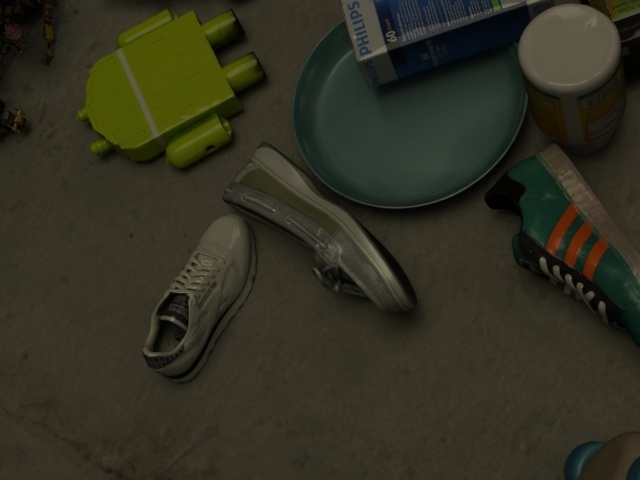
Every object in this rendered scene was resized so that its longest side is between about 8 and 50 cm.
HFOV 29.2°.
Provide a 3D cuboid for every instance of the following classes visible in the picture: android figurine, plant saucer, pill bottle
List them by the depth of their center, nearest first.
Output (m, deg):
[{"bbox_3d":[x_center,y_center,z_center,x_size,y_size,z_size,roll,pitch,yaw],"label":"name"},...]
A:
[{"bbox_3d":[0.307,-0.185,1.480,0.118,0.208,0.117,-6,68,15],"label":"pill bottle"},{"bbox_3d":[0.119,-0.182,1.630,0.318,0.044,0.317,-6,67,15],"label":"plant saucer"},{"bbox_3d":[-0.218,-0.215,1.738,0.273,0.056,0.248,-30,64,3],"label":"android figurine"}]

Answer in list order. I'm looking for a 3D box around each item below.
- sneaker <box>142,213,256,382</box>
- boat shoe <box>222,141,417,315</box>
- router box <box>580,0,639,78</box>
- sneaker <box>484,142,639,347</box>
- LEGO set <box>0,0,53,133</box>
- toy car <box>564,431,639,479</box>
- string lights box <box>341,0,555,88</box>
[{"bbox_3d":[-0.155,0.066,1.585,0.090,0.095,0.235,14,72,23],"label":"sneaker"},{"bbox_3d":[-0.002,-0.002,1.559,0.103,0.118,0.320,-47,60,2],"label":"boat shoe"},{"bbox_3d":[0.477,-0.361,1.556,0.309,0.081,0.243,-19,57,9],"label":"router box"},{"bbox_3d":[0.304,0.025,1.461,0.121,0.108,0.302,-31,55,4],"label":"sneaker"},{"bbox_3d":[-0.467,-0.308,1.743,0.192,0.255,0.331,0,60,34],"label":"LEGO set"},{"bbox_3d":[0.364,0.342,1.289,0.238,0.219,0.210,34,80,-4],"label":"toy car"},{"bbox_3d":[0.163,-0.308,1.601,0.260,0.077,0.133,-17,64,10],"label":"string lights box"}]
